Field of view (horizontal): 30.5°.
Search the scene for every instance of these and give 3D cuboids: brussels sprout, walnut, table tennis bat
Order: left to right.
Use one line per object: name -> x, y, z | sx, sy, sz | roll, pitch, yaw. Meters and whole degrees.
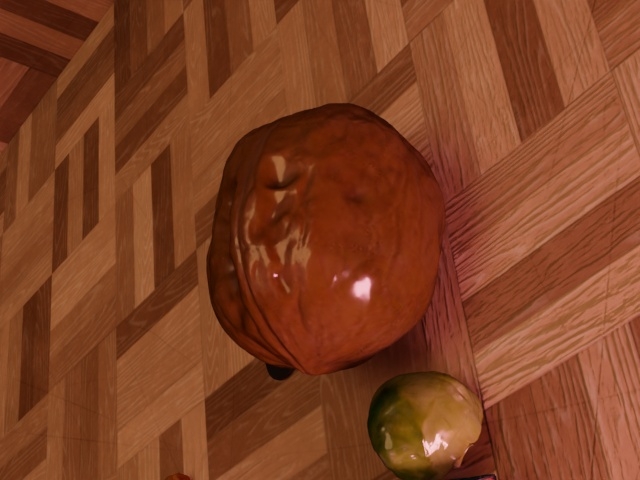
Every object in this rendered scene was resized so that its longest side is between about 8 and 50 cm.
table tennis bat -> -0.069, 0.162, 1.980 | 0.095, 0.014, 0.158 | -45, 43, 37
walnut -> 0.000, 0.000, 1.682 | 0.354, 0.308, 0.398 | -31, 48, 47
brussels sprout -> 0.126, 0.232, 1.526 | 0.149, 0.122, 0.151 | -51, 23, -6

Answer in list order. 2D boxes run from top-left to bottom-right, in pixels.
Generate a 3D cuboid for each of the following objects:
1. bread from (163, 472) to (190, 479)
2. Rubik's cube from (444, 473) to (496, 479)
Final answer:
bread -> -0.279, 0.475, 2.104 | 0.132, 0.053, 0.074 | -45, 41, 33
Rubik's cube -> 0.134, 0.378, 1.505 | 0.178, 0.211, 0.190 | -55, -46, -79
